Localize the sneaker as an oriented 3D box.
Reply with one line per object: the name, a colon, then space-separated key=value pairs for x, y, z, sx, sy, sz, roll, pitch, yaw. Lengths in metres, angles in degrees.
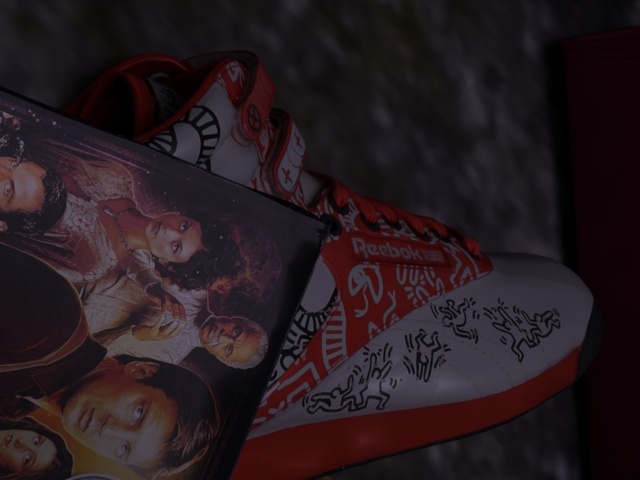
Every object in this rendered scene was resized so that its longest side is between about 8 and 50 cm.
sneaker: x=0.000 y=0.000 z=0.581 sx=0.270 sy=0.090 sz=0.145 roll=-15 pitch=106 yaw=-37

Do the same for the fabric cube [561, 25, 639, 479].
fabric cube: x=0.286 y=0.024 z=0.722 sx=0.254 sy=0.259 sz=0.258 roll=-13 pitch=103 yaw=-41

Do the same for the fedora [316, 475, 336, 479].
fedora: x=-0.018 y=0.178 z=0.587 sx=0.194 sy=0.079 sz=0.194 roll=-3 pitch=95 yaw=-41

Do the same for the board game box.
board game box: x=-0.117 y=0.076 z=0.456 sx=0.165 sy=0.042 sz=0.243 roll=21 pitch=91 yaw=-23
